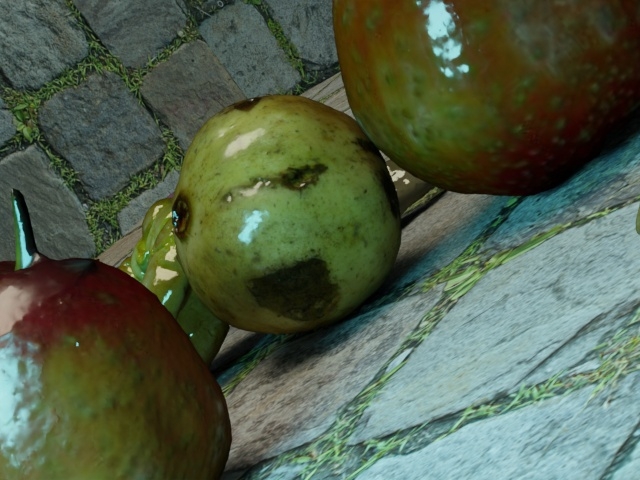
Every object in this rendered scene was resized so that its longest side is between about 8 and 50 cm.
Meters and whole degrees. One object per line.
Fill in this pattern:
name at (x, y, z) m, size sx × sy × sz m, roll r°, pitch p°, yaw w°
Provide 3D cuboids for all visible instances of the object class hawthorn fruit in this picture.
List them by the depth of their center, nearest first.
hawthorn fruit at (-0.239, 0.128, 1.601) m, size 0.285 × 0.369 × 0.285 m, roll -14°, pitch 11°, yaw 3°
hawthorn fruit at (0.179, -0.257, 1.855) m, size 0.403 × 0.403 × 0.403 m, roll -35°, pitch 9°, yaw 7°

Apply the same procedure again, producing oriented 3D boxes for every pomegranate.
pomegranate at (-0.042, -0.023, 1.957) m, size 0.281 × 0.281 × 0.281 m, roll -35°, pitch 9°, yaw 7°

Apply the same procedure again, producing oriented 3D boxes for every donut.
donut at (-0.188, 0.085, 2.127) m, size 0.261 × 0.128 × 0.208 m, roll -61°, pitch 22°, yaw 15°

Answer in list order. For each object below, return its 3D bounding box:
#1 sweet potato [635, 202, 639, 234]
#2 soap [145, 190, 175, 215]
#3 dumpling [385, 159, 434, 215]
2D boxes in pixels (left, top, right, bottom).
sweet potato at (0.352, -0.087, 1.385) m, size 0.252 × 0.097 × 0.097 m, roll -41°, pitch 10°, yaw -6°
soap at (-0.065, -0.052, 2.398) m, size 0.324 × 0.193 × 0.109 m, roll -42°, pitch 13°, yaw -36°
dumpling at (0.003, 0.004, 2.205) m, size 0.166 × 0.086 × 0.332 m, roll 22°, pitch 51°, yaw 40°
